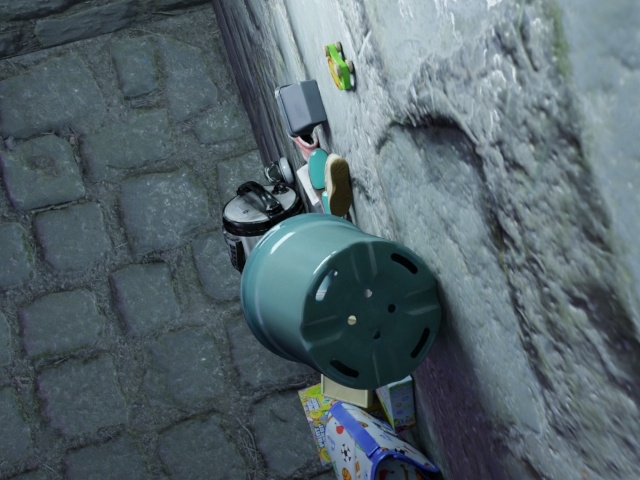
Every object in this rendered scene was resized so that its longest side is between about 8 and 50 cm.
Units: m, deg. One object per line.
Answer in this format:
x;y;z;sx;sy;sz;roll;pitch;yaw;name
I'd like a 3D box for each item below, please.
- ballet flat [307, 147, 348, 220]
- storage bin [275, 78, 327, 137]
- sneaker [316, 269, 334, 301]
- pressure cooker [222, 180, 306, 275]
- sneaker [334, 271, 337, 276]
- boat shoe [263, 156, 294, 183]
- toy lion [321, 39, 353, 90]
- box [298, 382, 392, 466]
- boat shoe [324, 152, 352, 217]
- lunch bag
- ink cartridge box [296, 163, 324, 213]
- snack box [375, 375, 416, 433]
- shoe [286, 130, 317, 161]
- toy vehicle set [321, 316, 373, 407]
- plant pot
0.022;-0.140;1.378;0.079;0.077;0.221;-6;-103;-78;ballet flat
-0.037;-0.340;1.278;0.091;0.098;0.135;-6;103;54;storage bin
0.014;0.080;1.803;0.319;0.127;0.208;-71;-15;-80;sneaker
-0.235;-0.060;2.230;0.375;0.370;0.420;-65;-31;-52;pressure cooker
0.086;0.112;1.501;0.162;0.063;0.073;99;149;-74;sneaker
-0.196;-0.300;2.293;0.335;0.119;0.121;-161;53;-80;boat shoe
0.035;-0.329;0.984;0.096;0.034;0.100;71;176;-57;toy lion
0.089;0.638;1.862;0.290;0.279;0.177;-157;50;-79;box
0.042;-0.138;1.260;0.059;0.063;0.170;-114;19;-52;boat shoe
0.174;0.652;1.380;0.385;0.239;0.328;65;164;-14;lunch bag
0.013;-0.112;1.620;0.224;0.056;0.181;53;-172;-46;ink cartridge box
0.189;0.384;1.368;0.174;0.070;0.207;-117;14;-53;snack box
-0.053;-0.319;1.502;0.081;0.064;0.178;89;156;-61;shoe
0.080;0.354;1.523;0.166;0.035;0.266;5;97;35;toy vehicle set
0.038;0.115;0.979;0.334;0.341;0.341;-172;64;-73;plant pot
